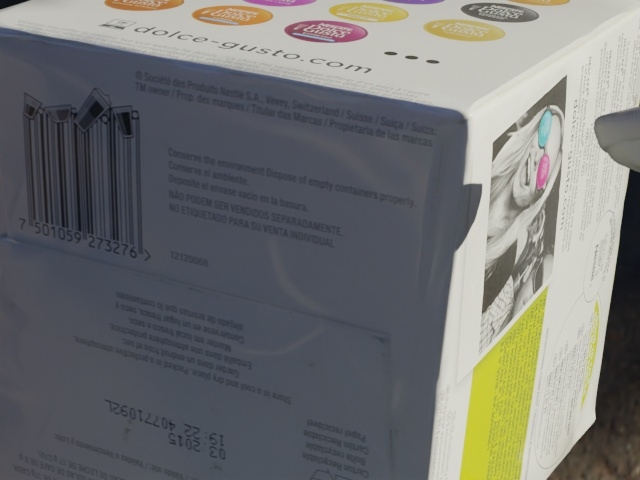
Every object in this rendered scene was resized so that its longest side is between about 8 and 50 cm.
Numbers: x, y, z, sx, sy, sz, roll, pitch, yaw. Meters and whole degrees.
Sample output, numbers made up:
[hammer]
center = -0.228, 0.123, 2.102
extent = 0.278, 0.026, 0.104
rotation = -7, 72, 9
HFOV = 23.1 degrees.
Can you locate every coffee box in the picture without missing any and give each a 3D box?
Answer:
[coffee box]
center = 0.000, 0.000, 1.073
extent = 0.337, 0.338, 0.334
rotation = 14, 25, 25

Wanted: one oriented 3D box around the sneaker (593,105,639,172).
[sneaker]
center = 0.203, -0.026, 0.739
extent = 0.080, 0.094, 0.212
rotation = -17, 10, -20
